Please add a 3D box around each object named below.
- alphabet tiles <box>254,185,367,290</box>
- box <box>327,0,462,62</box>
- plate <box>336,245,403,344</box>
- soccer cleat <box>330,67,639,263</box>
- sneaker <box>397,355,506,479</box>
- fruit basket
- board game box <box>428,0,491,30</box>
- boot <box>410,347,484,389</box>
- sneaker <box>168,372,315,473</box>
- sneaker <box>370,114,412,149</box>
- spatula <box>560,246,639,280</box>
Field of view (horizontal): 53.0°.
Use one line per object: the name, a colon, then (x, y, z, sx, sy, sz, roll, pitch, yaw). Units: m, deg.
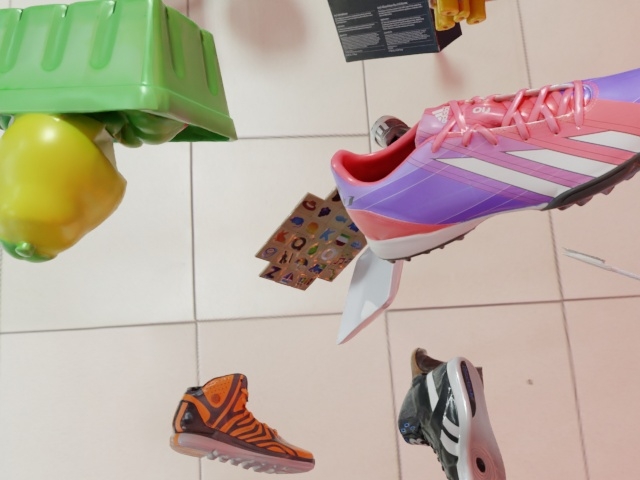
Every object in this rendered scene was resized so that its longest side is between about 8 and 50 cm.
alphabet tiles: (0.000, 0.000, 1.685, 0.342, 0.285, 0.011, -48, 45, 23)
box: (0.150, -0.494, 1.368, 0.103, 0.261, 0.184, -43, 125, -32)
plate: (0.138, 0.100, 1.588, 0.045, 0.277, 0.278, 25, 53, -11)
soccer cleat: (0.152, -0.082, 0.553, 0.116, 0.318, 0.108, 52, 36, -21)
sneaker: (0.161, 0.268, 0.831, 0.079, 0.121, 0.217, 33, 38, -28)
fruit basket: (-0.338, -0.147, 0.935, 0.392, 0.283, 0.392, -1, 88, 19)
board game box: (0.308, -0.353, 0.692, 0.390, 0.390, 0.050, -6, 83, 11)
boot: (0.371, 0.389, 1.886, 0.207, 0.248, 0.090, -6, 110, 12)
sneaker: (-0.147, 0.382, 1.361, 0.321, 0.124, 0.180, 23, 56, -21)
sneaker: (0.254, -0.191, 1.526, 0.281, 0.162, 0.106, 19, 113, -18)
spatula: (0.556, 0.058, 1.157, 0.242, 0.168, 0.019, 20, 96, 18)
